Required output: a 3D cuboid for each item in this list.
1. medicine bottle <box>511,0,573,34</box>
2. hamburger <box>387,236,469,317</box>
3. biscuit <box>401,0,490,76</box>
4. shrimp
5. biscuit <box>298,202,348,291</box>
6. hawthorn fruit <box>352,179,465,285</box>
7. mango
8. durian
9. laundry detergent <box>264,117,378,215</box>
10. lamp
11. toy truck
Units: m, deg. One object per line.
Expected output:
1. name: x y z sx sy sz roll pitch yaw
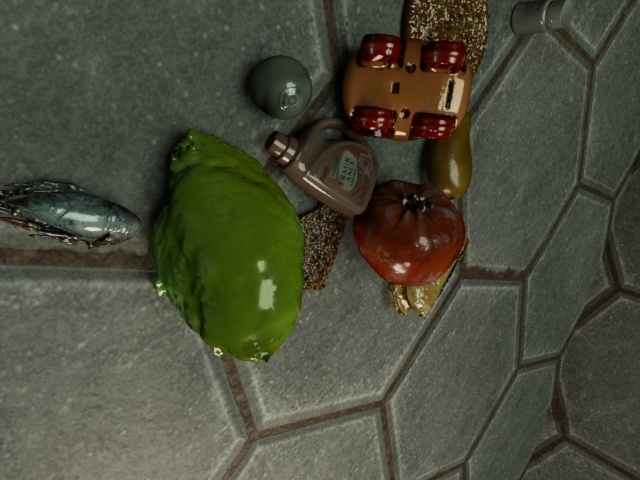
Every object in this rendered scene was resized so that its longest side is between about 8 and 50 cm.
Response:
1. medicine bottle: 0.578 -0.586 1.142 0.080 0.130 0.080 -16 116 -36
2. hamburger: 0.260 0.071 1.135 0.131 0.124 0.262 39 74 -23
3. biscuit: 0.300 -0.486 1.006 0.305 0.038 0.305 -15 115 -36
4. shrimp: -0.360 -0.042 0.593 0.233 0.079 0.090 15 60 -40
5. biscuit: -0.007 -0.006 0.933 0.131 0.026 0.236 12 99 -44
6. hawthorn fruit: 0.186 0.006 0.982 0.242 0.242 0.271 -33 146 -27
7. mango: 0.326 -0.213 1.092 0.136 0.099 0.227 3 95 -36
8. durian: -0.137 0.021 0.690 0.256 0.339 0.204 -52 157 19
9. laundry detergent: 0.010 -0.167 0.856 0.237 0.076 0.171 30 71 -32
10. lamp: -0.066 -0.257 0.739 0.105 0.105 0.105 -15 115 -36
11. toy truck: 0.177 -0.302 0.895 0.265 0.239 0.189 6 107 2
